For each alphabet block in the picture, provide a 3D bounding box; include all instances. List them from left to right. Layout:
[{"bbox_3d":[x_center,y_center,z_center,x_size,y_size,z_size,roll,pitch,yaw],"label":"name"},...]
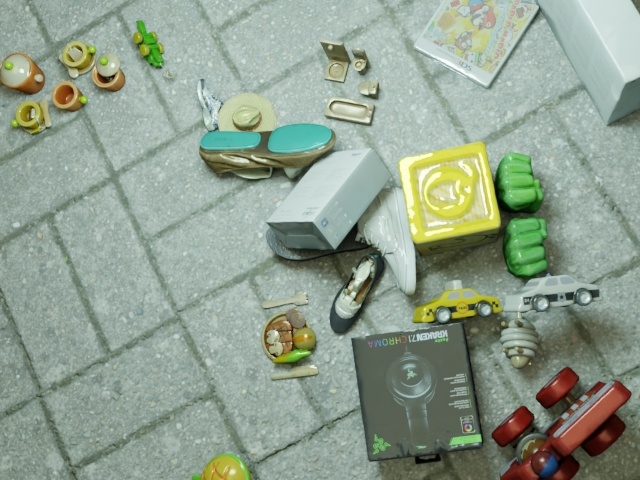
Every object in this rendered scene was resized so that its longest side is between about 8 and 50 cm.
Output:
[{"bbox_3d":[0.283,-0.085,1.729,0.192,0.197,0.193,-13,79,10],"label":"alphabet block"}]

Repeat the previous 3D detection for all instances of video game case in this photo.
[{"bbox_3d":[0.366,-0.502,1.869,0.206,0.026,0.227,33,88,14],"label":"video game case"}]

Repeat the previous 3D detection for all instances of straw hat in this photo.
[{"bbox_3d":[-0.179,-0.297,1.911,0.145,0.061,0.144,0,85,-2],"label":"straw hat"}]

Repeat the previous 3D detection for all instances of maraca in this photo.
[{"bbox_3d":[-0.227,0.554,1.782,0.186,0.099,0.127,-37,63,29],"label":"maraca"}]

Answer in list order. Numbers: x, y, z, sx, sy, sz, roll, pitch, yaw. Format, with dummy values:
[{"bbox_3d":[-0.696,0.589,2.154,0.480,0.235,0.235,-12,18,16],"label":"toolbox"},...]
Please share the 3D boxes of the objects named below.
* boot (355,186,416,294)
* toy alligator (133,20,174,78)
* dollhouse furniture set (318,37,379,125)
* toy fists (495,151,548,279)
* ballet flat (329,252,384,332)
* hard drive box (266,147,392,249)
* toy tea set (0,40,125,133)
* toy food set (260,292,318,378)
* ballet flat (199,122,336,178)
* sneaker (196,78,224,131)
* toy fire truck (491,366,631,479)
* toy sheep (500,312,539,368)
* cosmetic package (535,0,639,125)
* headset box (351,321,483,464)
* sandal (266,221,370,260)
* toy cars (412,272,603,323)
[{"bbox_3d":[0.139,0.003,1.781,0.123,0.095,0.258,-4,66,-6],"label":"boot"},{"bbox_3d":[-0.430,-0.474,2.016,0.051,0.056,0.189,-43,72,46],"label":"toy alligator"},{"bbox_3d":[0.059,-0.371,1.859,0.144,0.123,0.151,13,84,13],"label":"dollhouse furniture set"},{"bbox_3d":[0.437,-0.053,1.721,0.096,0.142,0.279,-6,80,10],"label":"toy fists"},{"bbox_3d":[0.076,0.116,1.804,0.074,0.074,0.203,31,88,14],"label":"ballet flat"},{"bbox_3d":[0.018,-0.093,1.751,0.181,0.089,0.232,2,48,53],"label":"hard drive box"},{"bbox_3d":[-0.669,-0.419,2.014,0.336,0.124,0.200,-23,77,7],"label":"toy tea set"},{"bbox_3d":[-0.076,0.222,1.832,0.132,0.038,0.192,-11,79,10],"label":"toy food set"},{"bbox_3d":[-0.119,-0.200,1.871,0.342,0.124,0.116,-3,46,15],"label":"ballet flat"},{"bbox_3d":[-0.269,-0.338,1.964,0.058,0.052,0.135,-15,85,-1],"label":"sneaker"},{"bbox_3d":[0.478,0.389,1.582,0.302,0.254,0.169,-43,75,2],"label":"toy fire truck"},{"bbox_3d":[0.429,0.213,1.707,0.091,0.091,0.132,5,70,12],"label":"toy sheep"},{"bbox_3d":[0.578,-0.463,1.687,0.097,0.284,0.377,-26,77,5],"label":"cosmetic package"},{"bbox_3d":[0.210,0.334,1.709,0.246,0.131,0.283,-9,80,10],"label":"headset box"},{"bbox_3d":[0.001,0.001,1.850,0.255,0.054,0.097,-1,80,0],"label":"sandal"},{"bbox_3d":[0.380,0.114,1.665,0.394,0.176,0.087,-10,85,30],"label":"toy cars"}]
